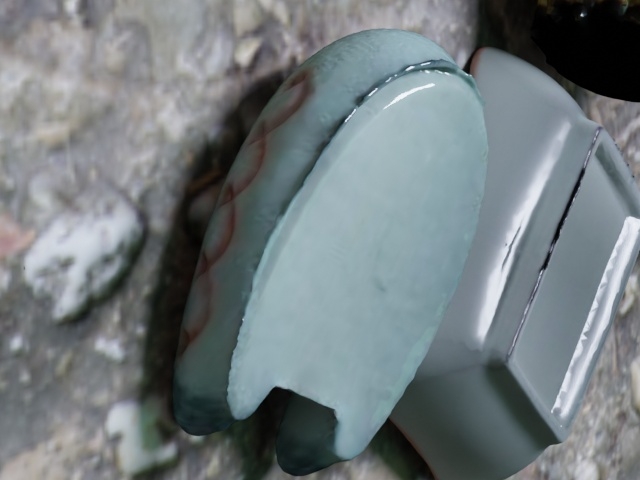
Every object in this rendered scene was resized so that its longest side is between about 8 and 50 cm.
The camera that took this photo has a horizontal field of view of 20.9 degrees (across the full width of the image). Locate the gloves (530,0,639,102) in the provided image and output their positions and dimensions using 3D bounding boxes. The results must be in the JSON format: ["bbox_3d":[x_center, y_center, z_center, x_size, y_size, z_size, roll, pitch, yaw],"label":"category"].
[{"bbox_3d":[0.212,-0.252,0.957,0.203,0.155,0.356,24,91,-46],"label":"gloves"}]

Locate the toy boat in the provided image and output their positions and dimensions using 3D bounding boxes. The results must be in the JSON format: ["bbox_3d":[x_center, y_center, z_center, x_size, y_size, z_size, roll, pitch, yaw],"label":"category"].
[{"bbox_3d":[0.000,0.000,0.787,0.134,0.079,0.208,27,84,-44],"label":"toy boat"}]

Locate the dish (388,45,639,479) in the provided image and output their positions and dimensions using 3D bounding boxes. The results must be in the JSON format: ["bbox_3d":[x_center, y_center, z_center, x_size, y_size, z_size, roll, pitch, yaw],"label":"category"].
[{"bbox_3d":[0.108,0.020,0.919,0.151,0.077,0.212,52,54,-43],"label":"dish"}]
